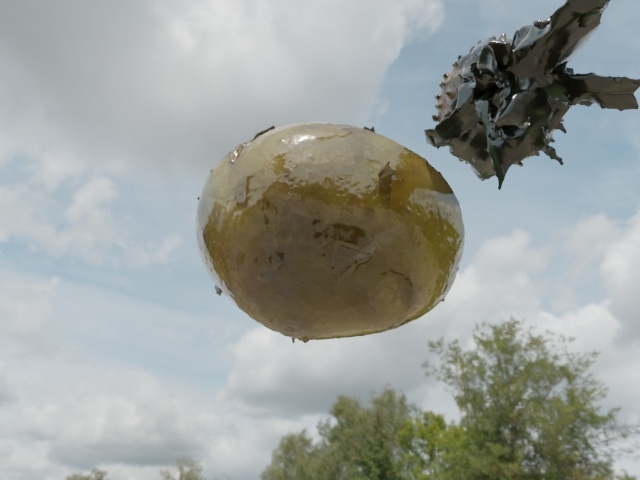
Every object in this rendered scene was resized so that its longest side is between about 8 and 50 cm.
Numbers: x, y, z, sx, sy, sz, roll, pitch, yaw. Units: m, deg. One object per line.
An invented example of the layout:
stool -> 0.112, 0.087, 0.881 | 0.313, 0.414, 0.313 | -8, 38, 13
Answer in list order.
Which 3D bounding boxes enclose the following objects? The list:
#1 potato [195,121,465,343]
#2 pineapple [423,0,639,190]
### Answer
potato -> 0.000, 0.000, 0.532 | 0.299, 0.116, 0.239 | 11, -75, 4
pineapple -> 0.182, -0.139, 0.521 | 0.165, 0.166, 0.364 | -7, 8, 16
